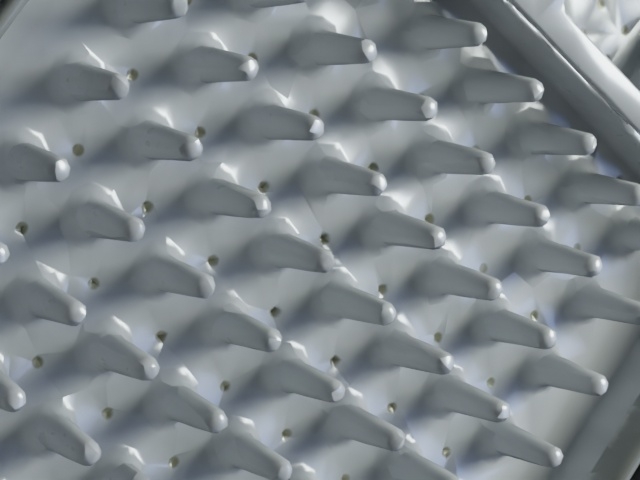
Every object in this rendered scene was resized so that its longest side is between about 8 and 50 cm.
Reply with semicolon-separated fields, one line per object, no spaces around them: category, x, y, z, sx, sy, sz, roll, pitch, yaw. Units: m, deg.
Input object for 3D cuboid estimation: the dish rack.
dish rack;0.000;0.000;0.499;0.333;0.285;0.072;-56;-150;-12
